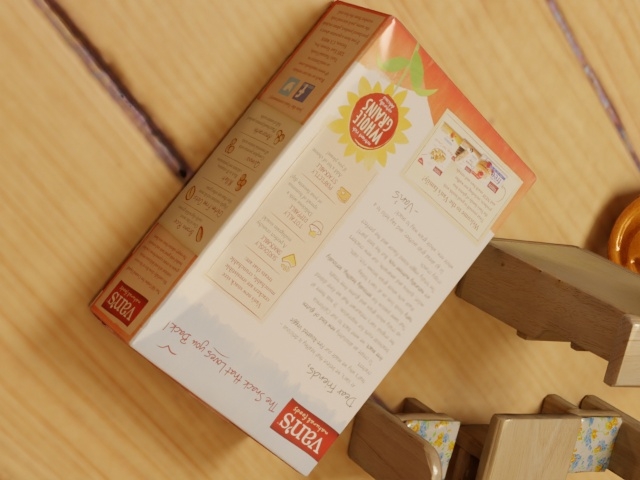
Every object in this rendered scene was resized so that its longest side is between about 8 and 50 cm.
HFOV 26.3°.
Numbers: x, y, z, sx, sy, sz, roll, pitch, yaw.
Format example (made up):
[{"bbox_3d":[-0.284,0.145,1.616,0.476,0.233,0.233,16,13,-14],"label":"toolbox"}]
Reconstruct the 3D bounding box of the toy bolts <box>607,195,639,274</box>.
[{"bbox_3d":[0.328,-0.028,0.968,0.158,0.218,0.229,18,75,-60],"label":"toy bolts"}]

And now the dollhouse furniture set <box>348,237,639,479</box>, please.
[{"bbox_3d":[0.152,0.138,0.889,0.212,0.161,0.242,5,105,-34],"label":"dollhouse furniture set"}]

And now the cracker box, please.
[{"bbox_3d":[0.000,0.000,0.800,0.232,0.067,0.155,-52,125,-7],"label":"cracker box"}]
